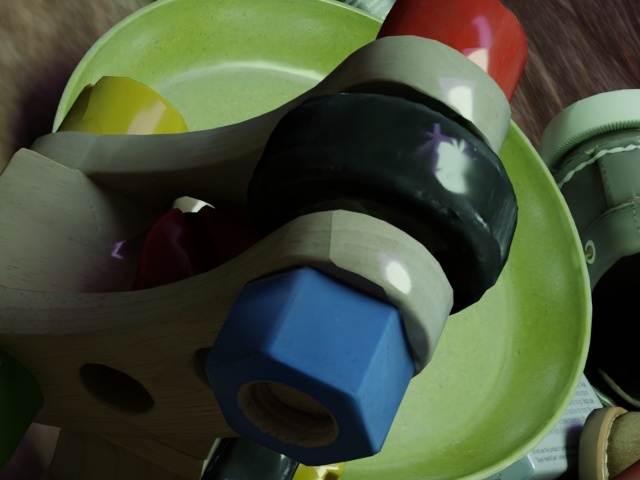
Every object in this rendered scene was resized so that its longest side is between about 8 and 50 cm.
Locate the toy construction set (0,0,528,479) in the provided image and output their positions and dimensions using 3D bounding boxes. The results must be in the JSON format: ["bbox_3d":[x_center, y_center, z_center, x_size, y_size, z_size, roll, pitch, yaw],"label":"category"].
[{"bbox_3d":[-0.091,-0.028,0.455,0.237,0.257,0.309,102,-13,-59],"label":"toy construction set"}]

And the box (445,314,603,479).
[{"bbox_3d":[0.064,0.064,0.766,0.126,0.072,0.137,9,50,-61],"label":"box"}]

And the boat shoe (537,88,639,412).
[{"bbox_3d":[0.169,0.051,0.872,0.305,0.109,0.091,72,11,-51],"label":"boat shoe"}]

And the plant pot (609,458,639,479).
[{"bbox_3d":[0.146,0.189,0.524,0.243,0.275,0.275,1,55,-53],"label":"plant pot"}]

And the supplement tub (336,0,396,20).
[{"bbox_3d":[-0.003,-0.128,0.859,0.190,0.117,0.117,51,22,-8],"label":"supplement tub"}]

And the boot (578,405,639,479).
[{"bbox_3d":[0.213,0.203,0.725,0.112,0.115,0.305,-28,93,-60],"label":"boot"}]

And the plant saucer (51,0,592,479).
[{"bbox_3d":[0.000,0.000,0.669,0.241,0.037,0.241,15,52,-20],"label":"plant saucer"}]
